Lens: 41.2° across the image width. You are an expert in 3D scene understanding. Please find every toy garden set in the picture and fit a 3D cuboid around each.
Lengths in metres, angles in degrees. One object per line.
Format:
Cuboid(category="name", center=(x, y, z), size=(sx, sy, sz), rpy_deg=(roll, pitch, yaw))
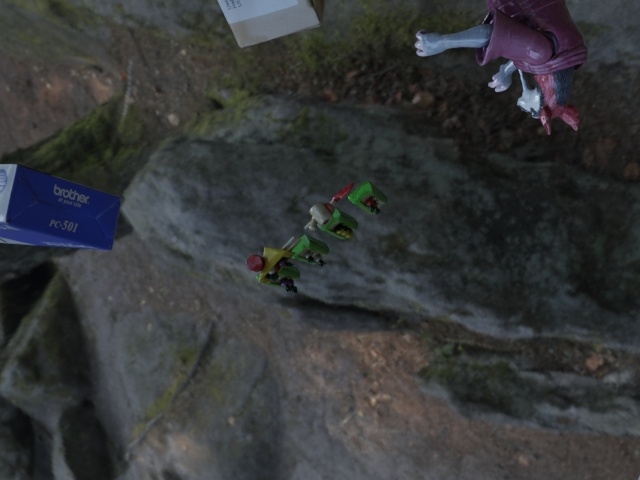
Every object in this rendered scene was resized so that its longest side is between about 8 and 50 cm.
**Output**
Cuboid(category="toy garden set", center=(0.000, 0.000, 1.388), size=(0.049, 0.244, 0.204), rpy_deg=(52, -171, 17))

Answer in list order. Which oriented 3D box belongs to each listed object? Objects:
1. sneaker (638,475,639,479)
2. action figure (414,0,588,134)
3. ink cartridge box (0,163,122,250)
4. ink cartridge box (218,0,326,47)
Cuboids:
Cuboid(category="sneaker", center=(0.211, 0.153, 0.461), size=(0.105, 0.281, 0.115), rpy_deg=(45, 175, 27))
Cuboid(category="action figure", center=(0.272, -0.319, 1.103), size=(0.276, 0.248, 0.370), rpy_deg=(-25, 89, 32))
Cuboid(category="ink cartridge box", center=(-0.265, -0.027, 0.673), size=(0.207, 0.097, 0.046), rpy_deg=(3, 80, 36))
Cuboid(category="ink cartridge box", center=(-0.067, -0.326, 0.773), size=(0.088, 0.193, 0.234), rpy_deg=(-12, 126, 18))
